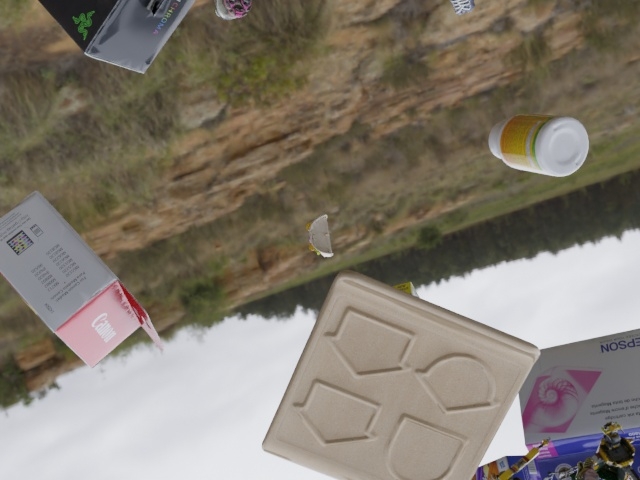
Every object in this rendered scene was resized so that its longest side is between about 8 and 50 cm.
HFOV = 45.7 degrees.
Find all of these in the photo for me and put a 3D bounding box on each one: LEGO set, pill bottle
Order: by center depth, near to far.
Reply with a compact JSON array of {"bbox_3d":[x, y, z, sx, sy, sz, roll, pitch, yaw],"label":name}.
[{"bbox_3d":[0.449,0.421,1.249,0.331,0.192,0.255,-10,-136,-7],"label":"LEGO set"},{"bbox_3d":[0.509,-0.233,1.816,0.136,0.137,0.245,-19,-163,-15],"label":"pill bottle"}]

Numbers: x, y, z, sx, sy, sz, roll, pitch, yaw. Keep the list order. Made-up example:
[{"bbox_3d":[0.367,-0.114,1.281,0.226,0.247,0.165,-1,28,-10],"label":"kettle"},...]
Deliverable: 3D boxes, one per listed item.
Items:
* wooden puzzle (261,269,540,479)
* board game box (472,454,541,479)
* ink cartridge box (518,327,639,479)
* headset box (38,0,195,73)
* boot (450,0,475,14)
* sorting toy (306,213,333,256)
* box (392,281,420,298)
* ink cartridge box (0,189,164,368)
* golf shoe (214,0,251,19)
[{"bbox_3d":[0.115,0.236,1.167,0.322,0.348,0.080,22,-160,-4],"label":"wooden puzzle"},{"bbox_3d":[0.357,0.619,1.474,0.078,0.347,0.233,7,148,-27],"label":"board game box"},{"bbox_3d":[0.628,0.387,1.757,0.324,0.071,0.330,-17,-131,23],"label":"ink cartridge box"},{"bbox_3d":[-0.291,-0.416,1.077,0.246,0.283,0.131,-48,160,18],"label":"headset box"},{"bbox_3d":[0.308,-0.532,1.654,0.069,0.086,0.190,-6,-157,22],"label":"boot"},{"bbox_3d":[0.000,0.000,1.530,0.044,0.083,0.075,-9,163,3],"label":"sorting toy"},{"bbox_3d":[0.172,0.262,2.067,0.213,0.117,0.243,-15,-133,18],"label":"box"},{"bbox_3d":[-0.409,0.102,1.287,0.130,0.272,0.309,-42,169,-17],"label":"ink cartridge box"},{"bbox_3d":[-0.165,-0.491,1.357,0.067,0.186,0.086,2,-173,-39],"label":"golf shoe"}]
